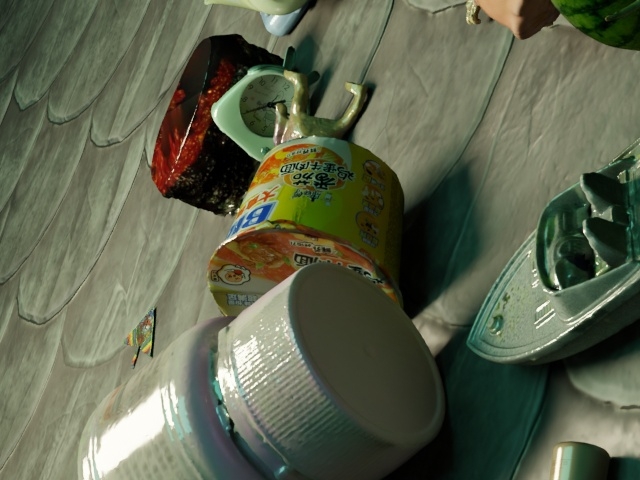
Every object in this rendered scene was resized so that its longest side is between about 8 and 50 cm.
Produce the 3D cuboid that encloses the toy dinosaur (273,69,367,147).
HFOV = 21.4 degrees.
[{"bbox_3d":[-0.005,-0.093,1.974,0.251,0.072,0.199,23,100,53],"label":"toy dinosaur"}]

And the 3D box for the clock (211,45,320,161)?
[{"bbox_3d":[-0.060,-0.170,2.087,0.135,0.101,0.041,-46,16,3],"label":"clock"}]

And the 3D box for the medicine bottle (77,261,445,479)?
[{"bbox_3d":[-0.055,0.182,1.601,0.302,0.241,0.241,-39,35,30],"label":"medicine bottle"}]

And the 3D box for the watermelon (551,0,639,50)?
[{"bbox_3d":[0.267,-0.248,1.388,0.188,0.188,0.214,-59,14,17],"label":"watermelon"}]

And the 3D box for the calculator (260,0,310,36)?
[{"bbox_3d":[-0.046,-0.358,2.292,0.121,0.039,0.210,-57,27,24],"label":"calculator"}]

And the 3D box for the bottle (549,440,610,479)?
[{"bbox_3d":[0.195,0.206,1.311,0.045,0.045,0.096,-22,50,57],"label":"bottle"}]

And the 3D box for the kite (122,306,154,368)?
[{"bbox_3d":[-0.242,0.131,2.299,0.122,0.004,0.090,4,72,64],"label":"kite"}]

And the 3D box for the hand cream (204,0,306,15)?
[{"bbox_3d":[-0.093,-0.360,2.235,0.147,0.093,0.306,-68,24,9],"label":"hand cream"}]

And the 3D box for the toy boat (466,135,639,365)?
[{"bbox_3d":[0.220,0.011,1.375,0.319,0.092,0.141,-44,31,41],"label":"toy boat"}]

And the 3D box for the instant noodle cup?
[{"bbox_3d":[0.000,0.000,1.729,0.205,0.205,0.153,-38,27,46],"label":"instant noodle cup"}]

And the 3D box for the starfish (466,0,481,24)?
[{"bbox_3d":[0.200,-0.343,1.777,0.295,0.048,0.231,-24,48,57],"label":"starfish"}]

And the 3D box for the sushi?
[{"bbox_3d":[-0.123,-0.148,2.173,0.225,0.126,0.136,-67,25,14],"label":"sushi"}]

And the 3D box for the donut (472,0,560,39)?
[{"bbox_3d":[0.213,-0.301,1.577,0.233,0.085,0.199,-65,-11,1],"label":"donut"}]
